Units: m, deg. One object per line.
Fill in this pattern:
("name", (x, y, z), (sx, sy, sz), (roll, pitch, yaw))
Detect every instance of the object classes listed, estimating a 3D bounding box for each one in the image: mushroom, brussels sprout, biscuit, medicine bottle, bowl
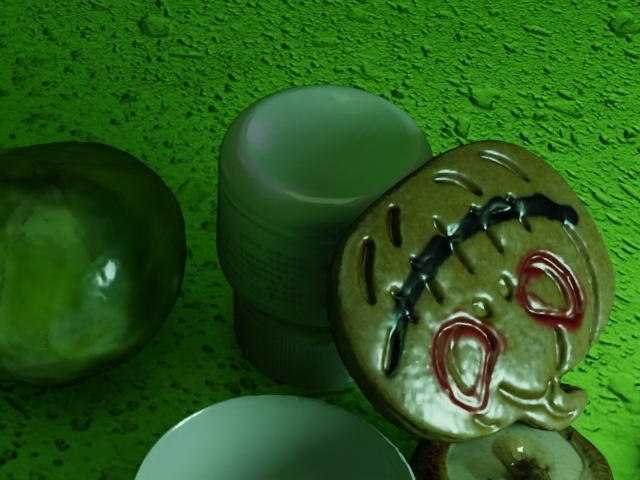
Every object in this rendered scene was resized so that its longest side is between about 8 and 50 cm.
("mushroom", (0.194, 0.269, 1.551), (0.231, 0.138, 0.194), (2, 26, -20))
("brussels sprout", (-0.319, 0.026, 1.690), (0.344, 0.268, 0.344), (-9, 23, 4))
("biscuit", (0.175, 0.064, 1.526), (0.367, 0.063, 0.314), (-35, 93, -35))
("medicine bottle", (0.000, 0.000, 1.694), (0.241, 0.302, 0.241), (3, 43, -2))
("bowl", (-0.047, 0.305, 1.472), (0.287, 0.144, 0.287), (2, 42, -2))
